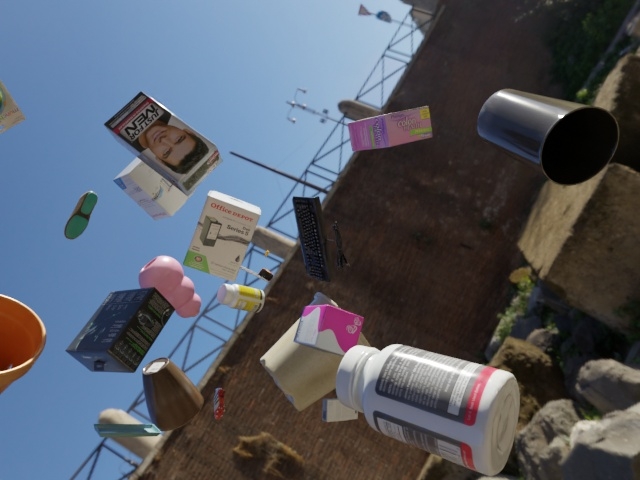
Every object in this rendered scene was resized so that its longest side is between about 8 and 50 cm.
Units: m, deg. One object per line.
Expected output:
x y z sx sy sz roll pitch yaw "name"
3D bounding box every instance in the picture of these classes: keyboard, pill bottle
0.000 0.000 1.618 0.033 0.201 0.317 -34 -60 -45 "keyboard"
-0.330 0.120 1.979 0.014 0.256 0.072 -63 -1 -14 "keyboard"
0.192 0.299 0.891 0.176 0.318 0.176 -10 -77 -51 "pill bottle"
-0.390 0.281 2.297 0.208 0.119 0.119 18 -82 -34 "pill bottle"

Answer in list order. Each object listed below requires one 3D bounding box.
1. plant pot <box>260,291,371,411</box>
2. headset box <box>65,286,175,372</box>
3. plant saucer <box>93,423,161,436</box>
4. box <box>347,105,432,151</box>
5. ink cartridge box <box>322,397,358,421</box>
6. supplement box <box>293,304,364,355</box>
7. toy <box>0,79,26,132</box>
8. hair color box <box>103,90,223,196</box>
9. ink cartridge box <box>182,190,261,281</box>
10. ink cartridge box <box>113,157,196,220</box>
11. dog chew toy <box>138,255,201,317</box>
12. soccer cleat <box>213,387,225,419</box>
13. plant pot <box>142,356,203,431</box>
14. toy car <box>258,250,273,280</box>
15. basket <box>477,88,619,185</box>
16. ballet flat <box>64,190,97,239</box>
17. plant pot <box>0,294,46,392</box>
-0.024 0.404 1.611 0.305 0.334 0.334 -38 -23 -15 "plant pot"
-0.683 0.312 1.598 0.131 0.246 0.283 58 -143 -33 "headset box"
-0.587 0.579 1.422 0.192 0.067 0.018 22 -99 -42 "plant saucer"
0.264 -0.426 1.800 0.213 0.243 0.117 -18 -77 -28 "box"
0.061 0.514 1.423 0.029 0.115 0.063 -14 71 57 "ink cartridge box"
0.017 0.246 1.280 0.220 0.114 0.111 151 138 -72 "supplement box"
-0.846 -0.358 1.155 0.137 0.056 0.237 -42 -33 -26 "toy"
-0.550 -0.344 1.647 0.185 0.374 0.113 -50 -14 -15 "hair color box"
-0.354 -0.017 1.691 0.115 0.198 0.273 -115 47 -74 "ink cartridge box"
-0.664 -0.223 1.881 0.233 0.171 0.168 51 -124 -28 "ink cartridge box"
-0.695 0.233 2.211 0.206 0.332 0.206 -33 19 13 "dog chew toy"
-0.286 0.456 1.309 0.029 0.035 0.083 8 -99 -39 "soccer cleat"
-0.607 0.588 1.851 0.215 0.215 0.230 -46 -55 -52 "plant pot"
-0.208 0.099 1.876 0.040 0.060 0.122 -109 38 -73 "toy car"
0.452 -0.228 0.975 0.204 0.227 0.154 3 -63 -26 "basket"
-0.932 -0.096 1.814 0.073 0.067 0.206 40 -117 -39 "ballet flat"
-0.903 0.301 1.207 0.203 0.291 0.291 -54 -11 19 "plant pot"
